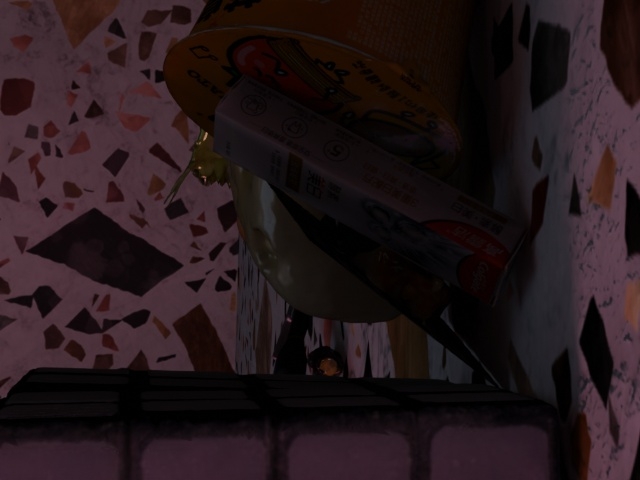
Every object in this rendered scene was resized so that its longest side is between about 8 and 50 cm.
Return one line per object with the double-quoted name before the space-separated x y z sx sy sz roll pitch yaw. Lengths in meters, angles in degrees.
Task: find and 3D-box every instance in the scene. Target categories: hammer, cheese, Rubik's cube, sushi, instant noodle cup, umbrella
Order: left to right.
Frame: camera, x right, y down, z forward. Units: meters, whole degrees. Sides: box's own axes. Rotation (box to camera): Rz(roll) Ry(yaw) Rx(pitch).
"Rubik's cube" -0.043 0.262 0.990 0.337 0.344 0.344 179 91 -82
"hammer" -0.032 0.124 1.822 0.290 0.037 0.137 -80 6 -70
"umbrella" 0.006 0.144 1.793 0.144 0.040 0.037 177 87 -86
"cheese" 0.008 -0.056 1.314 0.248 0.174 0.251 177 88 -81
"instant noodle cup" 0.016 -0.155 1.081 0.216 0.216 0.172 109 179 -68
"sushi" 0.054 0.014 1.096 0.040 0.193 0.210 -50 15 4

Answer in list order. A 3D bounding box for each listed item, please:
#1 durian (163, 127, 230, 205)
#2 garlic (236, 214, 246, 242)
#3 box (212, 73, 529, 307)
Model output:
"durian" -0.037 -0.194 1.527 0.355 0.169 0.157 -63 37 33
"garlic" -0.008 -0.011 1.666 0.164 0.145 0.245 58 170 7
"box" 0.030 -0.034 1.000 0.039 0.218 0.055 -55 -13 -28
